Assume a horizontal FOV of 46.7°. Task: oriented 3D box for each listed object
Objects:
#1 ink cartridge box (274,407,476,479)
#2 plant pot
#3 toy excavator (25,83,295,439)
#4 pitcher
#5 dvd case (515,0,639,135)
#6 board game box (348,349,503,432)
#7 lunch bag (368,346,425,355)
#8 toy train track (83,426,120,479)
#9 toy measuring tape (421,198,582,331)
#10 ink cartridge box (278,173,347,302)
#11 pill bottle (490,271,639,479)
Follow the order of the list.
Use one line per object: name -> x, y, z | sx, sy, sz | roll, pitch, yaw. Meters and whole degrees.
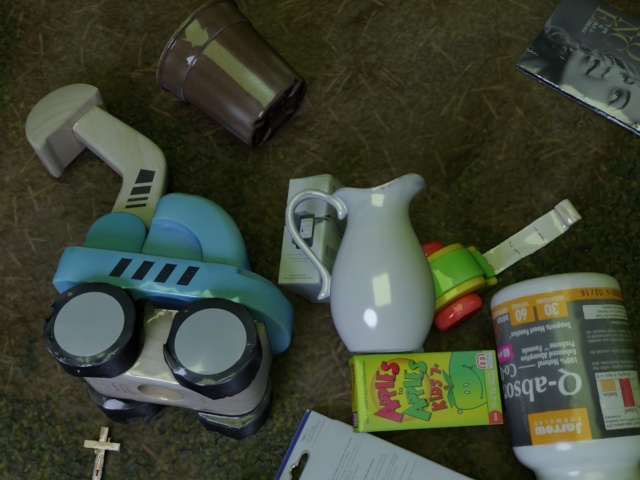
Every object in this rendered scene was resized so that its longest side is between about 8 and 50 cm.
ink cartridge box -> 0.090, 0.335, 0.881 | 0.333, 0.065, 0.165 | 16, 73, 36
plant pot -> -0.119, -0.234, 1.076 | 0.165, 0.167, 0.167 | 41, 80, 7
toy excavator -> -0.232, 0.002, 1.003 | 0.433, 0.222, 0.445 | 7, 60, 7
pitcher -> 0.047, 0.031, 0.898 | 0.178, 0.125, 0.207 | -4, 79, 9
dvd case -> 0.431, -0.269, 1.108 | 0.221, 0.018, 0.164 | 34, 78, 13
board game box -> 0.130, 0.188, 0.924 | 0.181, 0.043, 0.092 | -1, 76, -9
lunch bag -> 0.102, 0.176, 0.975 | 0.083, 0.053, 0.071 | -14, 78, 3
toy train track -> -0.295, 0.292, 0.993 | 0.048, 0.014, 0.083 | 7, 79, -1
toy measuring tape -> 0.213, 0.027, 0.983 | 0.330, 0.121, 0.121 | -30, 73, -5
ink cartridge box -> 0.000, 0.000, 1.006 | 0.063, 0.109, 0.150 | -3, 71, 25
pill bottle -> 0.306, 0.189, 0.899 | 0.162, 0.162, 0.278 | -6, 72, 3
